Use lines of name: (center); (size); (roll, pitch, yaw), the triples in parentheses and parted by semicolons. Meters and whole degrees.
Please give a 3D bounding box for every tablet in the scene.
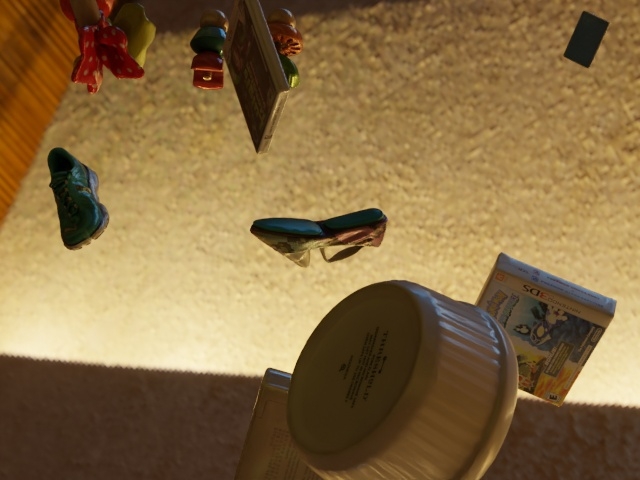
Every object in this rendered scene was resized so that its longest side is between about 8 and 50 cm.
tablet: (0.437, -0.330, 2.104); (0.054, 0.006, 0.083); (33, -69, 30)

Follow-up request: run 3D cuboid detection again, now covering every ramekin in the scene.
ramekin: (0.077, 0.167, 1.426); (0.273, 0.127, 0.273); (-35, -143, 32)

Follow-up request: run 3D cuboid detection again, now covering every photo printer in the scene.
photo printer: (0.030, 0.350, 1.920); (0.107, 0.307, 0.256); (-72, 178, -81)

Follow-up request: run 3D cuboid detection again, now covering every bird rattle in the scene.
bird rattle: (-0.343, -0.322, 1.888); (0.143, 0.207, 0.253); (-19, -170, 7)

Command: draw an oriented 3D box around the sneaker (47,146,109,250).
sneaker: (-0.493, -0.081, 2.522); (0.107, 0.110, 0.275); (-31, -138, 4)

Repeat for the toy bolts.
toy bolts: (-0.156, -0.385, 2.642); (0.228, 0.218, 0.159); (7, -110, -6)

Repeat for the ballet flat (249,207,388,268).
ballet flat: (0.000, 0.000, 1.977); (0.221, 0.079, 0.077); (-6, -155, -18)

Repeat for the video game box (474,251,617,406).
video game box: (0.314, 0.135, 1.912); (0.187, 0.205, 0.048); (24, -141, 5)

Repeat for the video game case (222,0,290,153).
video game case: (-0.097, -0.248, 1.857); (0.022, 0.173, 0.190); (-12, -113, -19)
